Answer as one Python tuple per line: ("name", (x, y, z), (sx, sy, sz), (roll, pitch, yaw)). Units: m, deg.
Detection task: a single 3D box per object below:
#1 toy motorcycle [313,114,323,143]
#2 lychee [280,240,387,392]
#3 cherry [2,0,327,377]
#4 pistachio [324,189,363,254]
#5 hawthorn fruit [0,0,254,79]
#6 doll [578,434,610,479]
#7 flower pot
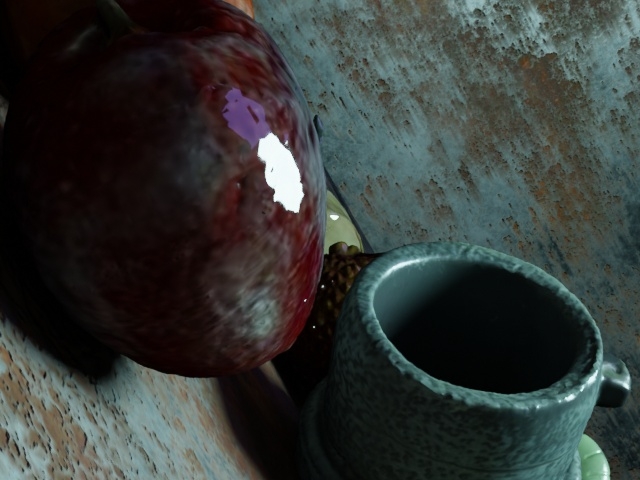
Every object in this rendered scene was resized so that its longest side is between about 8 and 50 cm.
("toy motorcycle", (-0.083, -0.031, 1.072), (0.188, 0.143, 0.327), (121, -26, -47))
("lychee", (0.031, 0.092, 1.356), (0.194, 0.194, 0.194), (60, 6, -11))
("cherry", (-0.092, -0.032, 0.776), (0.230, 0.203, 0.300), (-122, -173, -59))
("pistachio", (0.000, 0.000, 1.705), (0.130, 0.131, 0.206), (-69, 152, -19))
("hawthorn fruit", (-0.147, -0.167, 0.939), (0.253, 0.205, 0.205), (66, 8, 31))
("doll", (0.192, 0.267, 1.433), (0.216, 0.268, 0.284), (53, 11, -44))
("flower pot", (0.131, 0.172, 1.162), (0.299, 0.299, 0.283), (-110, -154, -53))
